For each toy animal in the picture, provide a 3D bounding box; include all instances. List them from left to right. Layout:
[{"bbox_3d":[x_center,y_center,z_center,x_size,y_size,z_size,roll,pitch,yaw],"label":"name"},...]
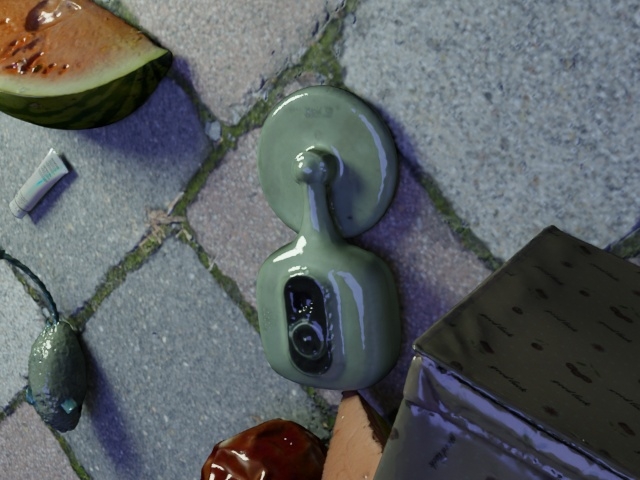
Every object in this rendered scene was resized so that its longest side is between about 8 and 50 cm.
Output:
[{"bbox_3d":[-0.347,0.122,1.101,0.070,0.079,0.252,-13,99,11],"label":"toy animal"}]

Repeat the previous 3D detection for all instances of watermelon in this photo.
[{"bbox_3d":[-0.318,-0.190,0.999,0.303,0.159,0.128,28,155,23],"label":"watermelon"}]

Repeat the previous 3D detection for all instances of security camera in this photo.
[{"bbox_3d":[0.000,0.000,0.862,0.157,0.080,0.301,1,102,31],"label":"security camera"}]

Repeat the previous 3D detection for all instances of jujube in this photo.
[{"bbox_3d":[-0.035,0.317,0.924,0.174,0.174,0.250,-24,80,34],"label":"jujube"}]

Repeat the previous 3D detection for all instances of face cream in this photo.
[{"bbox_3d":[-0.350,-0.068,1.083,0.115,0.020,0.038,-40,81,32],"label":"face cream"}]

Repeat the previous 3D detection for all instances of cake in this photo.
[{"bbox_3d":[0.067,0.211,0.796,0.090,0.225,0.109,-41,100,20],"label":"cake"}]

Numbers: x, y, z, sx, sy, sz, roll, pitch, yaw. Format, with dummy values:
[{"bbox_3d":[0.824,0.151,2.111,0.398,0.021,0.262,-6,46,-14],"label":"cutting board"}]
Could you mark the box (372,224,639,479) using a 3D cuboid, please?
[{"bbox_3d":[0.197,0.151,0.655,0.225,0.297,0.190,27,119,22],"label":"box"}]
